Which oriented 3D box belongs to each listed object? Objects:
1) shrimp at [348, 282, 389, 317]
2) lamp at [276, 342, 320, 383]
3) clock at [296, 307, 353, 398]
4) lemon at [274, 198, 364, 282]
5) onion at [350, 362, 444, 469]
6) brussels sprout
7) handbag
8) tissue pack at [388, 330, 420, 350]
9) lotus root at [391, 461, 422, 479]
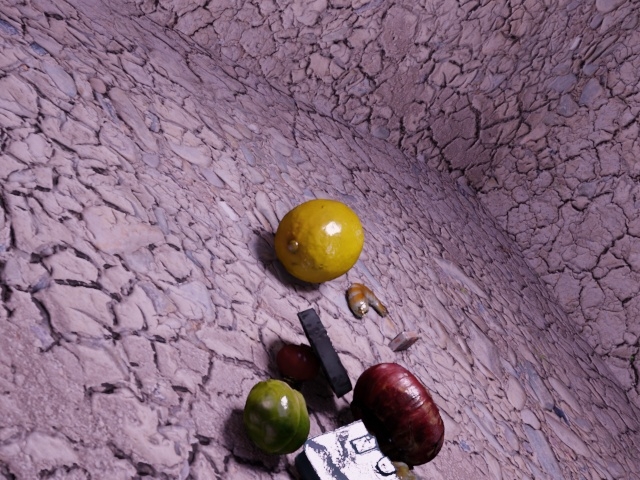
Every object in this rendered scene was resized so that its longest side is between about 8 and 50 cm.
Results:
[{"bbox_3d":[0.144,0.195,2.211,0.166,0.049,0.161,41,20,-26],"label":"shrimp"},{"bbox_3d":[-0.049,0.271,1.685,0.101,0.090,0.101,26,-12,6],"label":"lamp"},{"bbox_3d":[0.010,0.253,1.726,0.215,0.042,0.215,63,-6,12],"label":"clock"},{"bbox_3d":[-0.003,0.001,2.056,0.263,0.236,0.236,3,43,-36],"label":"lemon"},{"bbox_3d":[0.168,0.393,1.701,0.246,0.190,0.246,56,-6,9],"label":"onion"},{"bbox_3d":[-0.089,0.339,1.467,0.155,0.117,0.155,47,1,-1],"label":"brussels sprout"},{"bbox_3d":[0.076,0.467,1.477,0.179,0.062,0.229,-13,50,-30],"label":"handbag"},{"bbox_3d":[0.239,0.285,2.175,0.083,0.063,0.035,8,44,-56],"label":"tissue pack"},{"bbox_3d":[0.136,0.522,1.549,0.113,0.088,0.192,44,35,20],"label":"lotus root"}]
